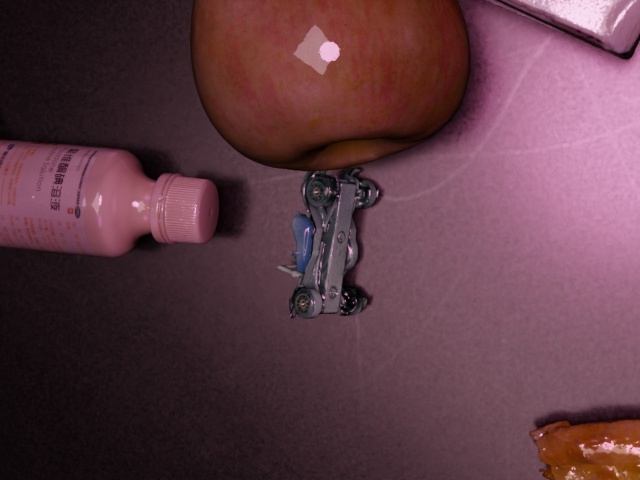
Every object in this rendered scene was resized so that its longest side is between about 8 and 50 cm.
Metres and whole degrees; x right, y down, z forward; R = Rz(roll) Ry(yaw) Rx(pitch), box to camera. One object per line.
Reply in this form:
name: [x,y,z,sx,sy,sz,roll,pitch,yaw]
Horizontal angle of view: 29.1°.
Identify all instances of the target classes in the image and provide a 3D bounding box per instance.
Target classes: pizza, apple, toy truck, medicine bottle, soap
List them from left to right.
medicine bottle: [-0.231,-0.039,1.261,0.252,0.114,0.114,6,95,14]
toy truck: [0.000,0.001,1.231,0.078,0.080,0.154,11,97,41]
apple: [0.007,-0.187,1.120,0.256,0.257,0.234,-9,79,15]
soap: [0.211,-0.228,1.129,0.183,0.121,0.064,26,100,11]
pizza: [0.339,0.310,1.152,0.280,0.075,0.288,-2,93,16]
